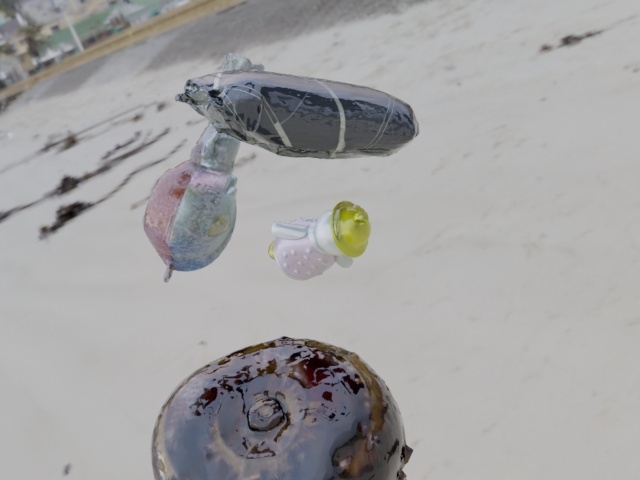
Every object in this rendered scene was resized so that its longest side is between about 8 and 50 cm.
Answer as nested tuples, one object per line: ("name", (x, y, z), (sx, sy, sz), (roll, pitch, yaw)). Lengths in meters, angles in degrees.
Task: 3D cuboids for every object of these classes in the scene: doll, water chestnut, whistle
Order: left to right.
("whistle", (-0.168, -0.101, 1.328), (0.134, 0.346, 0.142), (21, 4, 27))
("water chestnut", (-0.042, 0.258, 1.056), (0.300, 0.300, 0.300), (-21, 16, 7))
("doll", (0.000, 0.000, 1.212), (0.207, 0.129, 0.081), (-27, 44, 54))

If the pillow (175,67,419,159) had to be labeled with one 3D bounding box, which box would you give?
("pillow", (-0.008, -0.154, 1.121), (0.335, 0.092, 0.161), (1, 19, -36))
